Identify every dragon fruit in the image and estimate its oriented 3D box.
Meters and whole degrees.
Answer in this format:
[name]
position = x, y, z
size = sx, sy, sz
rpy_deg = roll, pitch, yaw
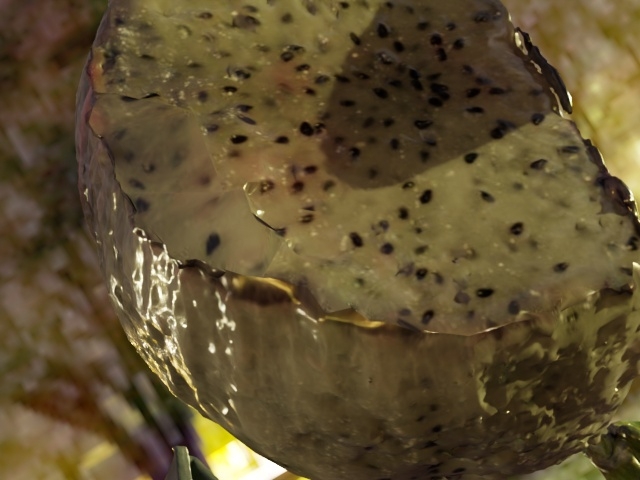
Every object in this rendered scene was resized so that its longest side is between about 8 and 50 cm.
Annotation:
[dragon fruit]
position = 0.000, 0.000, 0.871
size = 0.204, 0.283, 0.221
rpy_deg = -14, -36, -12

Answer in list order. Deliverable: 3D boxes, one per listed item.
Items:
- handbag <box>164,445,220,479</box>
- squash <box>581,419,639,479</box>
[handbag]
position = -0.111, 0.268, 1.134
size = 0.247, 0.079, 0.260
rpy_deg = -60, 8, 13
[squash]
position = 0.315, 0.164, 1.308
size = 0.287, 0.137, 0.137
rpy_deg = -6, -7, -6
